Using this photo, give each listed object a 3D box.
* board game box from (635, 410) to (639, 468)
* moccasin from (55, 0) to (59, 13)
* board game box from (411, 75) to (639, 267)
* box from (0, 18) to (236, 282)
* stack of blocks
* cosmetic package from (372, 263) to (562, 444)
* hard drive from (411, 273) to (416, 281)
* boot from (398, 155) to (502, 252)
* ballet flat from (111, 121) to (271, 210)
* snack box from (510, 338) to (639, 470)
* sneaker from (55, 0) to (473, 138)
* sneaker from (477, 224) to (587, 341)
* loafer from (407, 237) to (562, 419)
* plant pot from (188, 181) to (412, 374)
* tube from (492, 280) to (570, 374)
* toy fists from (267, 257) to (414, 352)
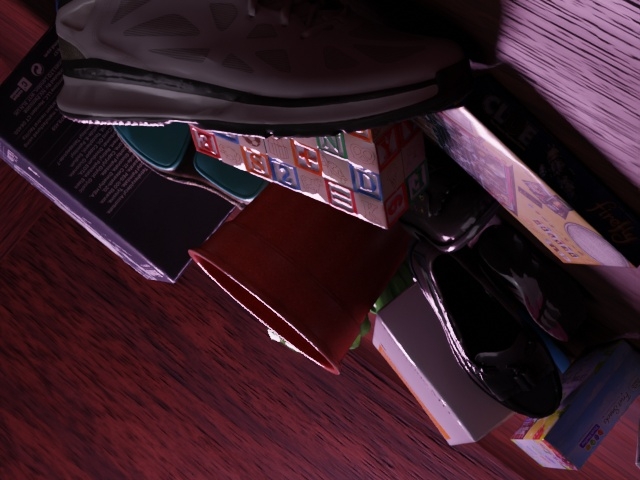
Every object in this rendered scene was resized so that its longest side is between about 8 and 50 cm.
[{"bbox_3d":[0.440,0.243,1.651,0.026,0.154,0.103,-21,127,36],"label":"board game box"},{"bbox_3d":[-0.391,-0.410,1.893,0.137,0.117,0.342,34,169,34],"label":"moccasin"},{"bbox_3d":[0.216,-0.067,1.349,0.243,0.042,0.165,42,171,-13],"label":"board game box"},{"bbox_3d":[-0.407,-0.174,2.589,0.471,0.297,0.480,39,171,-9],"label":"box"},{"bbox_3d":[-0.027,-0.147,1.493,0.297,0.087,0.171,23,143,32],"label":"stack of blocks"},{"bbox_3d":[0.208,0.176,1.987,0.230,0.161,0.453,53,175,9],"label":"cosmetic package"},{"bbox_3d":[0.155,0.061,2.289,0.135,0.022,0.094,36,171,26],"label":"hard drive"},{"bbox_3d":[0.091,-0.099,1.571,0.229,0.091,0.263,48,164,-17],"label":"boot"},{"bbox_3d":[-0.182,-0.156,2.252,0.482,0.164,0.182,31,-173,38],"label":"ballet flat"},{"bbox_3d":[0.357,0.226,1.788,0.070,0.174,0.207,41,172,2],"label":"snack box"},{"bbox_3d":[-0.074,-0.242,1.271,0.447,0.258,0.169,4,-162,22],"label":"sneaker"},{"bbox_3d":[0.268,0.049,1.669,0.178,0.072,0.077,51,177,-2],"label":"sneaker"},{"bbox_3d":[0.213,0.117,1.679,0.302,0.109,0.095,54,-175,-11],"label":"loafer"},{"bbox_3d":[0.002,0.001,1.840,0.272,0.265,0.272,38,171,7],"label":"plant pot"},{"bbox_3d":[0.299,0.128,1.968,0.207,0.052,0.080,49,166,-21],"label":"tube"},{"bbox_3d":[0.045,0.094,2.158,0.142,0.279,0.096,20,131,36],"label":"toy fists"}]
